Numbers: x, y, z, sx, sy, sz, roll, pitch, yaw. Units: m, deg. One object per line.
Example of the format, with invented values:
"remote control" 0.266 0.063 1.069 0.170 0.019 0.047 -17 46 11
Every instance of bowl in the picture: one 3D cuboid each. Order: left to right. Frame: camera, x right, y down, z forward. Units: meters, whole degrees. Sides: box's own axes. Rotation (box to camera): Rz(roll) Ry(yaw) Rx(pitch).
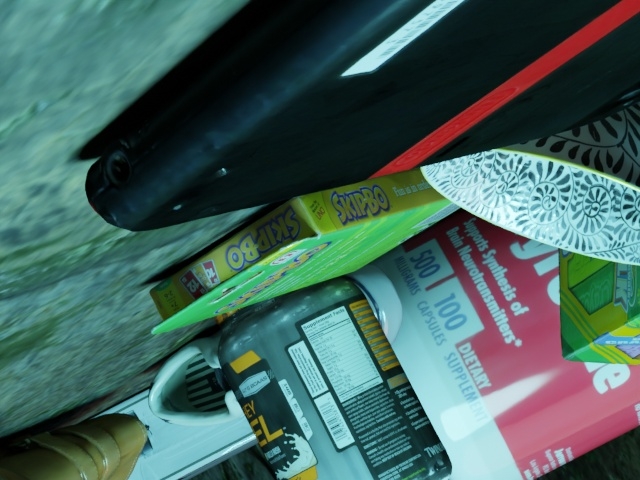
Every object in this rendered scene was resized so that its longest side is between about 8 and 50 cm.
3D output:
"bowl" 0.148 -0.052 1.057 0.170 0.170 0.080 123 -13 -77

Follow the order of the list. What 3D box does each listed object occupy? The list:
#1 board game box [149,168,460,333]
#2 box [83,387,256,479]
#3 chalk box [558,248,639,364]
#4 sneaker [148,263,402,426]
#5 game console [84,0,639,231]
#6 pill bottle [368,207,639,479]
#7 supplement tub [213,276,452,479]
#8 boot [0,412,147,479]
"board game box" 0.000 0.000 1.181 0.124 0.039 0.259 -32 175 29
"box" -0.087 0.156 1.787 0.290 0.087 0.169 -28 173 0
"chalk box" 0.275 -0.022 1.251 0.179 0.180 0.289 2 167 -6
"sneaker" -0.039 0.097 1.498 0.091 0.094 0.258 -26 175 -46
"game console" 0.130 -0.126 0.711 0.342 0.060 0.386 -14 165 -43
"pill bottle" 0.249 0.031 1.563 0.407 0.229 0.229 -28 173 1
"supplement tub" 0.003 0.108 1.337 0.117 0.190 0.117 -27 172 -4
"boot" -0.221 0.202 1.508 0.220 0.109 0.283 -21 173 -36
